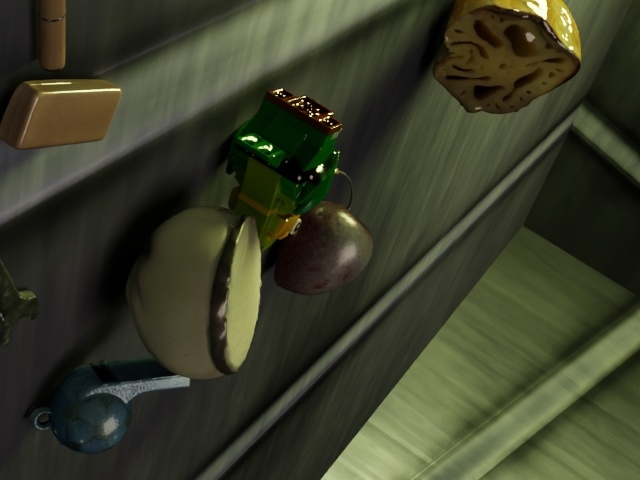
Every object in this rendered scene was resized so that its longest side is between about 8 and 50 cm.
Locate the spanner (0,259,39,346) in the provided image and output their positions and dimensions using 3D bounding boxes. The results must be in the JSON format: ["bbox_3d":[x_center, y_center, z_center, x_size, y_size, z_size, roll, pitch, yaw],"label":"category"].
[{"bbox_3d":[-0.253,0.018,0.901,0.054,0.015,0.254,-51,165,-22],"label":"spanner"}]

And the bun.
[{"bbox_3d":[-0.129,0.049,1.173,0.173,0.119,0.173,5,90,-79],"label":"bun"}]

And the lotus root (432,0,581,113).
[{"bbox_3d":[0.255,-0.307,1.679,0.188,0.199,0.180,-23,-134,38],"label":"lotus root"}]

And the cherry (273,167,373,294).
[{"bbox_3d":[-0.007,0.002,1.543,0.148,0.115,0.188,-20,163,13],"label":"cherry"}]

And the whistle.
[{"bbox_3d":[-0.211,0.167,1.187,0.157,0.090,0.090,-4,135,-28],"label":"whistle"}]

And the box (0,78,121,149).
[{"bbox_3d":[-0.187,-0.093,0.863,0.048,0.025,0.115,-67,164,17],"label":"box"}]

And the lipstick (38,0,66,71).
[{"bbox_3d":[-0.177,-0.150,0.785,0.019,0.019,0.094,-46,163,-36],"label":"lipstick"}]

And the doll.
[{"bbox_3d":[-0.046,-0.066,1.223,0.134,0.106,0.186,-51,166,-38],"label":"doll"}]
